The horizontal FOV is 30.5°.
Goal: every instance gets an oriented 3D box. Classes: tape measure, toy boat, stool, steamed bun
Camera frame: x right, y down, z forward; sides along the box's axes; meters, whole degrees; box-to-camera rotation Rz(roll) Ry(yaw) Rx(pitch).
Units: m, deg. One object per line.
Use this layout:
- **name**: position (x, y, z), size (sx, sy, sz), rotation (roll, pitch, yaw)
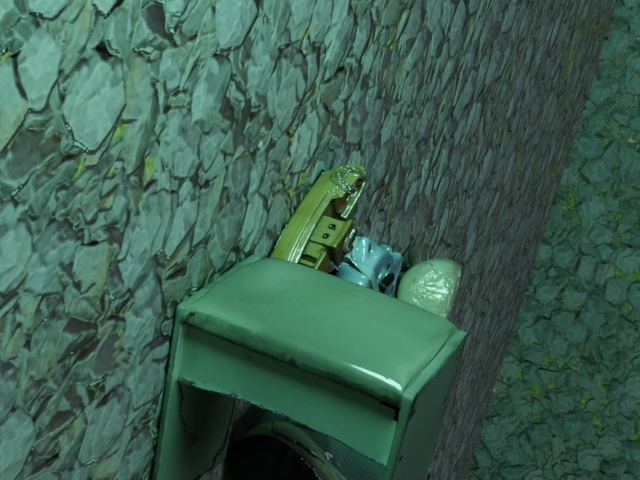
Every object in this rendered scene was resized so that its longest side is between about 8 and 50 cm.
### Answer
- **tape measure**: position (0.032, 0.081, 1.442), size (0.182, 0.107, 0.181), rotation (16, 87, -75)
- **toy boat**: position (0.000, 0.000, 1.314), size (0.064, 0.072, 0.206), rotation (78, 35, -56)
- **stool**: position (-0.018, 0.186, 1.175), size (0.170, 0.243, 0.270), rotation (-34, 140, -61)
- **steamed bun**: position (0.168, 0.087, 1.870), size (0.112, 0.090, 0.130), rotation (-11, 117, -76)

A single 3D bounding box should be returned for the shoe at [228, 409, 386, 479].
- **shoe**: position (0.037, 0.306, 1.455), size (0.132, 0.336, 0.171), rotation (-39, -162, 29)
